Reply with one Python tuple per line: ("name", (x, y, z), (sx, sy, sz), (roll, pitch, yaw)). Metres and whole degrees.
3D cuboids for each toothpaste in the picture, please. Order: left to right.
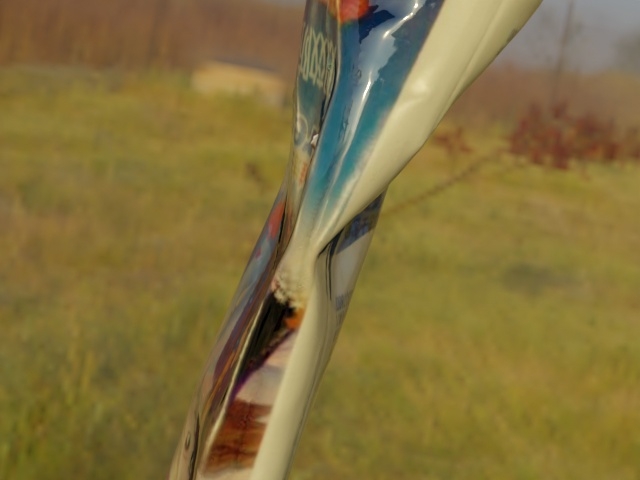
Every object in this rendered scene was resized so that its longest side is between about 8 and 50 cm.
("toothpaste", (0.000, 0.000, 0.523), (0.061, 0.266, 0.096), (20, 12, -12))
